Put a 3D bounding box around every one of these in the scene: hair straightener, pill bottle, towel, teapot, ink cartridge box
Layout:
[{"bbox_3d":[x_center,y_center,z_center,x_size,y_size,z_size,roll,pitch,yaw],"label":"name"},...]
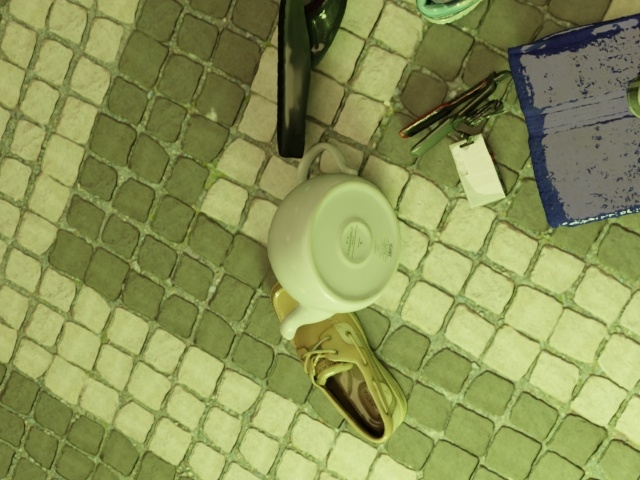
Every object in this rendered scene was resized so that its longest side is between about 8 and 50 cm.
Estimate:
[{"bbox_3d":[0.245,-0.201,1.792,0.230,0.047,0.089,-30,70,16],"label":"hair straightener"},{"bbox_3d":[0.498,-0.213,1.582,0.078,0.137,0.078,1,97,6],"label":"pill bottle"},{"bbox_3d":[0.439,-0.187,1.716,0.228,0.076,0.308,-12,96,18],"label":"towel"},{"bbox_3d":[0.000,0.000,1.846,0.187,0.256,0.252,0,126,50],"label":"teapot"},{"bbox_3d":[0.265,-0.118,1.816,0.063,0.029,0.115,-19,94,22],"label":"ink cartridge box"}]

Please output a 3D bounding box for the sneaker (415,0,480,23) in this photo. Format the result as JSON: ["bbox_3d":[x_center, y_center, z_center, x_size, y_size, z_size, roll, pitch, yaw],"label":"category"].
[{"bbox_3d":[0.268,-0.437,1.695,0.283,0.122,0.110,-39,88,22],"label":"sneaker"}]

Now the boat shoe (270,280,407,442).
[{"bbox_3d":[0.027,0.206,1.922,0.122,0.110,0.341,-42,87,22],"label":"boat shoe"}]

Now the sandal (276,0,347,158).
[{"bbox_3d":[-0.014,-0.358,1.810,0.107,0.167,0.445,0,111,-7],"label":"sandal"}]
